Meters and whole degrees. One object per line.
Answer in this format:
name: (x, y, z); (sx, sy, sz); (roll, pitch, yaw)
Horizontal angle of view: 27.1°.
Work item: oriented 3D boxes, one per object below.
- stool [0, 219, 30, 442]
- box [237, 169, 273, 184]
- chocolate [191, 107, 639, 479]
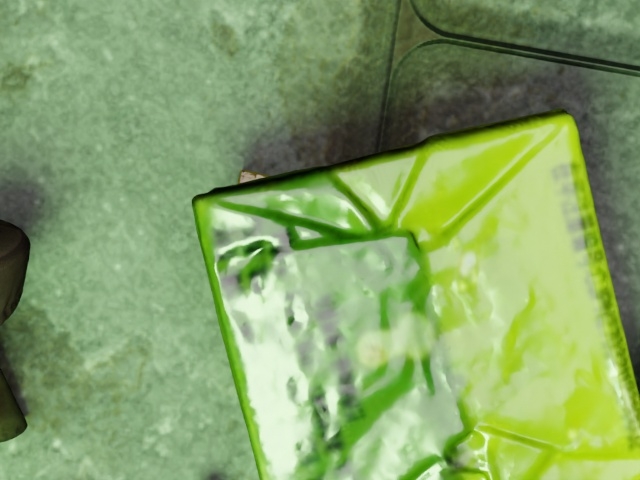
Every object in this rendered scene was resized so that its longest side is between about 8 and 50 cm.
stool: (-0.334, 0.091, 0.956); (0.272, 0.272, 0.179); (-8, 102, -6)
box: (0.000, 0.000, 1.096); (0.155, 0.023, 0.087); (13, 87, -4)
chocolate: (0.076, 0.075, 1.021); (0.288, 0.137, 0.301); (-14, 95, -2)
